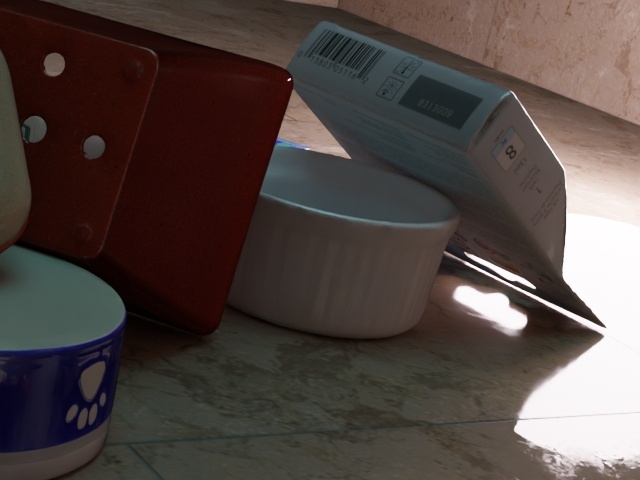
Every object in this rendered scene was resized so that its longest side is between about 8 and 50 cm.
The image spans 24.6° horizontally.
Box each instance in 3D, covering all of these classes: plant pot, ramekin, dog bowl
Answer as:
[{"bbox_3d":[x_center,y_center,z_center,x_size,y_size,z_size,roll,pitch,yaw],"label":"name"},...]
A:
[{"bbox_3d":[-0.211,-0.082,1.311,0.267,0.267,0.236,17,-2,15],"label":"plant pot"},{"bbox_3d":[0.000,0.000,1.558,0.277,0.135,0.277,12,16,-3],"label":"ramekin"},{"bbox_3d":[-0.281,0.079,1.092,0.265,0.104,0.265,12,15,-3],"label":"dog bowl"}]

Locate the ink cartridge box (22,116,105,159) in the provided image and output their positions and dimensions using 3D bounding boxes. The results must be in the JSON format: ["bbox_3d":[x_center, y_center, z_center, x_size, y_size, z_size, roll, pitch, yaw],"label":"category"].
[{"bbox_3d":[-0.336,-0.135,1.876,0.134,0.078,0.231,1,19,-40],"label":"ink cartridge box"}]

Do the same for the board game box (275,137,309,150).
[{"bbox_3d":[-0.132,-0.122,2.060,0.160,0.047,0.210,19,16,21],"label":"board game box"}]

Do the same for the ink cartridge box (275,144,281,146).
[{"bbox_3d":[-0.118,-0.078,1.826,0.092,0.090,0.143,17,15,14],"label":"ink cartridge box"}]

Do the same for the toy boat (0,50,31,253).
[{"bbox_3d":[-0.321,-0.070,1.143,0.151,0.151,0.231,3,60,-33],"label":"toy boat"}]

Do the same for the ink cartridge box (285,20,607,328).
[{"bbox_3d":[0.166,-0.072,1.683,0.308,0.091,0.385,28,-12,45],"label":"ink cartridge box"}]
